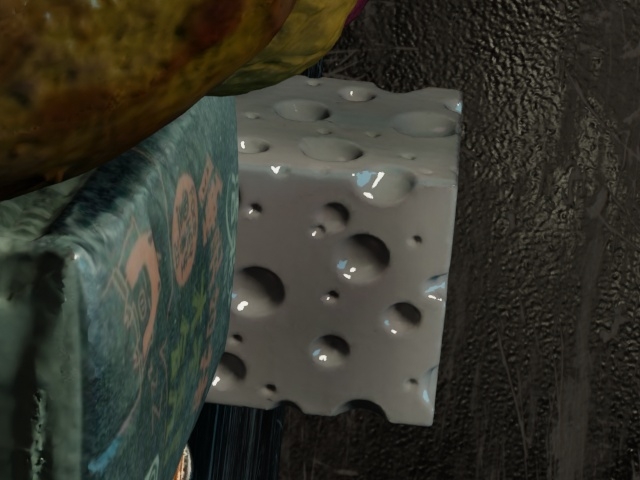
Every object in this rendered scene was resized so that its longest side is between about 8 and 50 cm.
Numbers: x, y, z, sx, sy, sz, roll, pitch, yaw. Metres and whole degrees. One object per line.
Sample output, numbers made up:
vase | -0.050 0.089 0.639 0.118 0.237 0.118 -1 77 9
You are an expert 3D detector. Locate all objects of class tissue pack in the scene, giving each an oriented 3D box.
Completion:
tissue pack | -0.114 0.042 0.728 0.316 0.103 0.228 -74 171 -66

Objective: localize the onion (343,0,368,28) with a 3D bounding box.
onion | -0.029 -0.254 1.231 0.177 0.153 0.177 -5 90 -73

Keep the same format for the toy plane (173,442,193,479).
toy plane | -0.131 0.216 1.172 0.135 0.062 0.188 85 -2 -71

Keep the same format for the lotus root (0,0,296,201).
lotus root | -0.086 -0.096 0.381 0.188 0.179 0.199 97 0 -62

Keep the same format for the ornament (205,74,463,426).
ornament | 0.000 0.000 1.323 0.239 0.239 0.240 -77 172 -63

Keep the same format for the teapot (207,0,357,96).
teapot | -0.084 -0.150 0.570 0.311 0.167 0.203 128 -50 -57
